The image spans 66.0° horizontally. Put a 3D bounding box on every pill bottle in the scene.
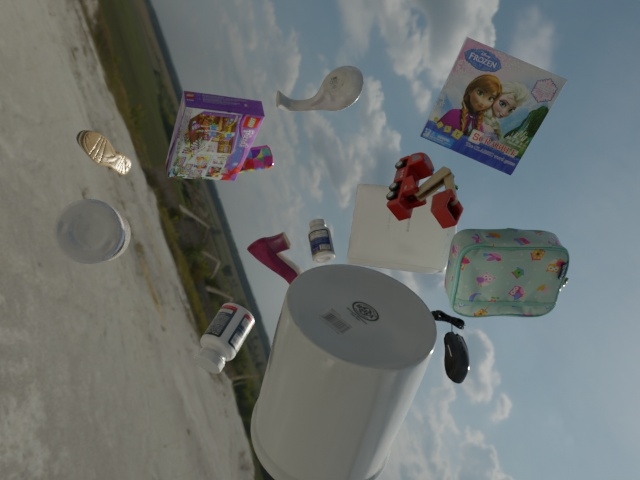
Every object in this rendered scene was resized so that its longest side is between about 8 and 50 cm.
[{"bbox_3d":[0.000,0.000,1.430,0.067,0.067,0.120,93,-13,-64],"label":"pill bottle"},{"bbox_3d":[-0.598,-0.020,1.319,0.283,0.160,0.160,177,-105,-74],"label":"pill bottle"},{"bbox_3d":[-0.273,0.275,1.385,0.108,0.108,0.180,82,29,-46],"label":"pill bottle"}]

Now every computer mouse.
[{"bbox_3d":[0.468,0.370,1.781,0.060,0.184,0.262,-40,-149,48],"label":"computer mouse"}]

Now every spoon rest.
[{"bbox_3d":[0.004,-0.436,1.461,0.084,0.276,0.137,25,64,-58],"label":"spoon rest"}]

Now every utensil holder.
[{"bbox_3d":[0.041,0.289,1.044,0.327,0.328,0.385,-121,-142,-49],"label":"utensil holder"}]

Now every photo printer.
[{"bbox_3d":[0.247,-0.035,1.472,0.107,0.308,0.256,57,42,-74],"label":"photo printer"}]

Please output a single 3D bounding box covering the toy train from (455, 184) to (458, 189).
[{"bbox_3d":[0.409,-0.186,1.597,0.023,0.083,0.017,-66,-178,-58],"label":"toy train"}]

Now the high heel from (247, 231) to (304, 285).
[{"bbox_3d":[-0.113,0.100,1.411,0.082,0.117,0.244,-87,155,-69],"label":"high heel"}]

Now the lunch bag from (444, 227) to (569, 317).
[{"bbox_3d":[0.453,0.087,1.203,0.108,0.279,0.224,-89,-179,-62],"label":"lunch bag"}]

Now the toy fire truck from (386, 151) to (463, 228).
[{"bbox_3d":[0.187,-0.094,0.872,0.047,0.135,0.192,47,45,-29],"label":"toy fire truck"}]

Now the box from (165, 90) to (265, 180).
[{"bbox_3d":[-0.291,-0.268,1.324,0.293,0.201,0.057,-50,-133,52],"label":"box"}]

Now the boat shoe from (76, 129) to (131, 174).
[{"bbox_3d":[-0.858,-0.344,1.923,0.285,0.092,0.102,44,65,-69],"label":"boat shoe"}]

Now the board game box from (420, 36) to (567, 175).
[{"bbox_3d":[0.520,-0.408,1.516,0.066,0.319,0.318,-65,177,-65],"label":"board game box"}]

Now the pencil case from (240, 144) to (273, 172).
[{"bbox_3d":[-0.303,-0.315,1.932,0.104,0.236,0.104,169,-90,-78],"label":"pencil case"}]
